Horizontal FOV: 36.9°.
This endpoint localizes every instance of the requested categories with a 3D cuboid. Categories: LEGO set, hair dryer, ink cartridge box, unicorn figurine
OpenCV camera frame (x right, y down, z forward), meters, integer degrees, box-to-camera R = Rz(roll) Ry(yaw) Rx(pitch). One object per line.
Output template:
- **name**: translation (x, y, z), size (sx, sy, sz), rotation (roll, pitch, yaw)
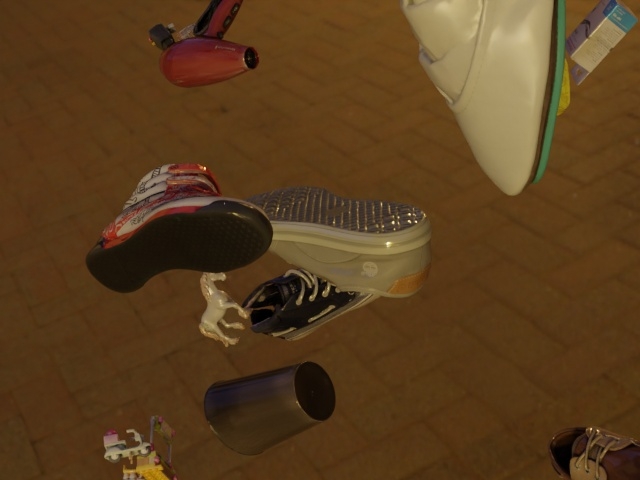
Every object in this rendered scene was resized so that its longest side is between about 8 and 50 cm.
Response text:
- **LEGO set**: translation (-0.314, 0.403, 1.720), size (0.132, 0.287, 0.107), rotation (2, 52, -8)
- **hair dryer**: translation (-0.181, -0.351, 1.576), size (0.223, 0.080, 0.293), rotation (-44, 47, 12)
- **ink cartridge box**: translation (0.577, -0.427, 2.030), size (0.180, 0.060, 0.104), rotation (-50, 15, 25)
- **unicorn figurine**: translation (-0.181, 0.121, 1.755), size (0.111, 0.162, 0.060), rotation (26, 19, 2)

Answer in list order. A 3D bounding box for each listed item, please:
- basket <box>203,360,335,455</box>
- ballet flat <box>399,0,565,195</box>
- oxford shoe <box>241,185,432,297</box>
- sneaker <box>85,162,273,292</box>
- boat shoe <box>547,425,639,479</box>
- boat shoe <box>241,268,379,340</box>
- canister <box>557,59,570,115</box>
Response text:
- **basket**: translation (-0.094, 0.342, 2.001), size (0.227, 0.204, 0.154), rotation (-26, 40, 36)
- **ballet flat**: translation (0.119, -0.232, 0.715), size (0.139, 0.400, 0.139), rotation (3, 20, -1)
- **oxford shoe**: translation (0.000, 0.000, 1.495), size (0.169, 0.130, 0.449), rotation (-29, 27, -33)
- **sneaker**: translation (-0.135, -0.035, 1.027), size (0.270, 0.090, 0.145), rotation (-16, 36, 42)
- **boat shoe**: translation (0.421, 0.337, 1.411), size (0.123, 0.116, 0.324), rotation (-55, 2, -13)
- **boat shoe**: translation (0.002, 0.089, 1.871), size (0.340, 0.158, 0.127), rotation (-39, 64, 22)
- **canister**: translation (0.395, -0.263, 1.807), size (0.073, 0.170, 0.126), rotation (7, 69, -14)
